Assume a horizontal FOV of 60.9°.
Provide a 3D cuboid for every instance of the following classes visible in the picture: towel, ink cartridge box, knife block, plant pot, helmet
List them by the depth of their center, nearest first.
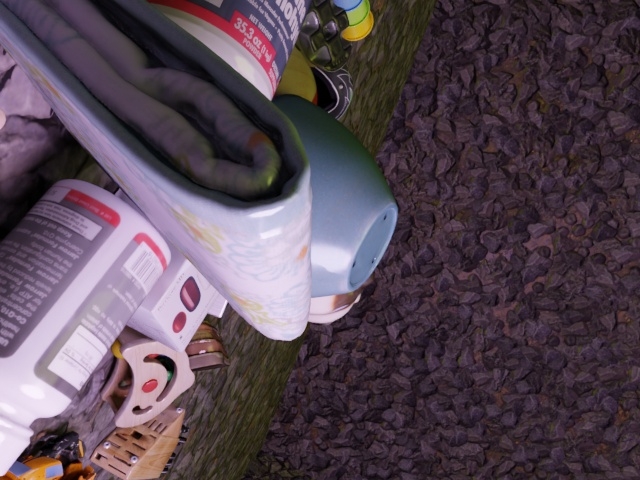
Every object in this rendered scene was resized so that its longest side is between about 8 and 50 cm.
[{"bbox_3d":[-0.145,-0.085,0.488,0.090,0.374,0.320,-43,164,-14],"label":"towel"},{"bbox_3d":[-0.007,-0.033,0.769,0.290,0.195,0.290,-50,157,-30],"label":"plant pot"},{"bbox_3d":[-0.008,-0.322,1.164,0.161,0.169,0.169,-52,172,14],"label":"helmet"},{"bbox_3d":[-0.194,0.052,1.203,0.208,0.045,0.206,-66,-171,-1],"label":"ink cartridge box"},{"bbox_3d":[-0.390,0.478,1.203,0.275,0.088,0.242,-46,156,-63],"label":"knife block"}]

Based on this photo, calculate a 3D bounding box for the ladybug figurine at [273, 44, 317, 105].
[{"bbox_3d":[-0.107,-0.160,0.946,0.449,0.162,0.305,103,5,-53],"label":"ladybug figurine"}]

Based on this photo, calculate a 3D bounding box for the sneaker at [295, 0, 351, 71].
[{"bbox_3d":[-0.062,-0.428,0.854,0.122,0.146,0.330,-39,132,-28],"label":"sneaker"}]

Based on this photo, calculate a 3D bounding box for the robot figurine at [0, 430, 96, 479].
[{"bbox_3d":[-0.441,0.398,0.803,0.211,0.085,0.291,-64,169,-9],"label":"robot figurine"}]

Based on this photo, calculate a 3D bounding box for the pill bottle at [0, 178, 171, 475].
[{"bbox_3d":[-0.306,0.085,0.589,0.283,0.161,0.161,-60,168,-28],"label":"pill bottle"}]

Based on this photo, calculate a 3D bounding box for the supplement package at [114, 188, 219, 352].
[{"bbox_3d":[-0.239,0.032,0.829,0.194,0.149,0.203,-61,169,-24],"label":"supplement package"}]

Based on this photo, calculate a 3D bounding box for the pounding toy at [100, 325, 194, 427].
[{"bbox_3d":[-0.335,0.222,0.989,0.154,0.155,0.269,-28,140,-26],"label":"pounding toy"}]

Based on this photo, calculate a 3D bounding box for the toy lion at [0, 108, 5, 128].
[{"bbox_3d":[-0.334,-0.078,0.469,0.096,0.034,0.100,-7,120,-69],"label":"toy lion"}]

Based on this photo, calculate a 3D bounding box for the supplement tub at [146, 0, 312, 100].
[{"bbox_3d":[-0.109,-0.287,0.630,0.191,0.191,0.272,77,31,-72],"label":"supplement tub"}]

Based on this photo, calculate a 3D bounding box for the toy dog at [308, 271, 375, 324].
[{"bbox_3d":[0.000,0.000,1.212,0.408,0.285,0.395,-96,-172,-50],"label":"toy dog"}]

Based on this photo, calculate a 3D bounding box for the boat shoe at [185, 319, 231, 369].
[{"bbox_3d":[-0.264,0.241,1.240,0.307,0.111,0.104,131,-51,-69],"label":"boat shoe"}]

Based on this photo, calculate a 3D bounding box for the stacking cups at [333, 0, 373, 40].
[{"bbox_3d":[0.059,-0.547,1.174,0.316,0.096,0.096,34,80,-79],"label":"stacking cups"}]
